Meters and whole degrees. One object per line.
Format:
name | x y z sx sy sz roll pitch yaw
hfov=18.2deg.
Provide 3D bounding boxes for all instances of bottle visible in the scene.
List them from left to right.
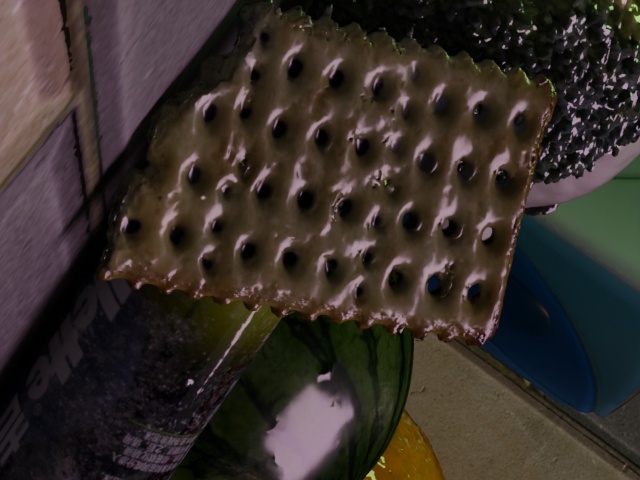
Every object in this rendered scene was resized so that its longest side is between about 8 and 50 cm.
bottle | -0.120 0.103 0.990 0.330 0.093 0.093 -55 175 17

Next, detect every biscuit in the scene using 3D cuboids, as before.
biscuit | 0.009 -0.031 0.902 0.016 0.203 0.144 26 -79 64

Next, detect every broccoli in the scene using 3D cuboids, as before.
broccoli | 0.082 -0.110 1.032 0.198 0.226 0.176 -27 -146 40

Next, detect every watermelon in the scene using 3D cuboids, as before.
watermelon | -0.035 0.105 1.386 0.331 0.189 0.331 -54 -178 2

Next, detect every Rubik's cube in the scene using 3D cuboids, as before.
Rubik's cube | 0.264 -0.078 1.929 0.347 0.351 0.352 -52 173 -20

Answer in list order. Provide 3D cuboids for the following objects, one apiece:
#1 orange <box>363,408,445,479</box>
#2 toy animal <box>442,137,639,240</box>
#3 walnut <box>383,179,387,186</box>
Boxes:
orange | -0.039 0.265 1.766 0.340 0.293 0.340 -51 176 -5
toy animal | 0.160 -0.157 1.335 0.357 0.194 0.258 103 0 -65
walnut | 0.000 0.000 1.612 0.170 0.069 0.143 -51 177 -3
